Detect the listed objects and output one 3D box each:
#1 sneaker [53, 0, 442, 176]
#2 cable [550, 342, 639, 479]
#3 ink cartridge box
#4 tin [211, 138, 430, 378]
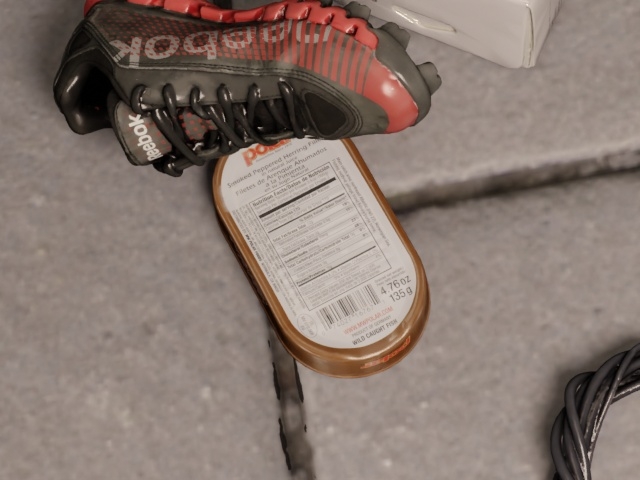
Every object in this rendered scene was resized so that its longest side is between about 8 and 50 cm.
[{"bbox_3d":[-0.059,-0.095,1.256,0.276,0.097,0.135,13,55,30],"label":"sneaker"},{"bbox_3d":[0.216,0.148,1.195,0.151,0.047,0.184,1,68,6],"label":"cable"},{"bbox_3d":[0.115,-0.249,1.339,0.160,0.092,0.219,21,71,14],"label":"ink cartridge box"},{"bbox_3d":[0.000,0.000,1.282,0.106,0.040,0.189,-26,68,-10],"label":"tin"}]
